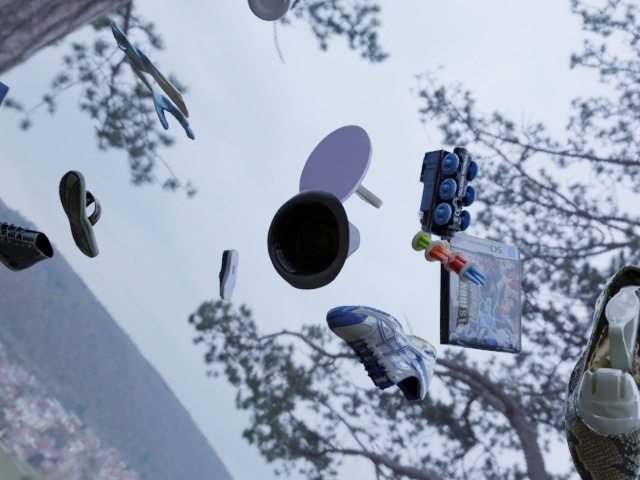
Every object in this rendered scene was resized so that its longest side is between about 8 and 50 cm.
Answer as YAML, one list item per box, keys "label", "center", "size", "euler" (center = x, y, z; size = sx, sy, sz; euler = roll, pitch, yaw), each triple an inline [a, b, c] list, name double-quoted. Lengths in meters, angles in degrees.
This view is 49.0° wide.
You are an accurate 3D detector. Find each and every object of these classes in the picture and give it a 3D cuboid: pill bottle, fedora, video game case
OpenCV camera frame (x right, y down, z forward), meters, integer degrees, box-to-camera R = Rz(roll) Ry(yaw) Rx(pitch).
- label: "pill bottle"
  center: [-0.126, -0.611, 1.743]
  size: [0.108, 0.108, 0.193]
  euler: [59, 10, -23]
- label: "fedora"
  center: [0.000, 0.000, 1.727]
  size: [0.276, 0.124, 0.243]
  euler: [-15, -103, 38]
- label: "video game case"
  center: [0.394, 0.129, 1.715]
  size: [0.248, 0.274, 0.035]
  euler: [12, -17, -31]

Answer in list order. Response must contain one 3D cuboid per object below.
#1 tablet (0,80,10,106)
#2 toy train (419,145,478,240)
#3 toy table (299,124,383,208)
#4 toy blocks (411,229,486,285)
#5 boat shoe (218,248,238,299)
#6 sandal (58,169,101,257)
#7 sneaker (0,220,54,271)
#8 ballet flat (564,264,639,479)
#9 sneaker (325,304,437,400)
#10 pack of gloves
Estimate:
- label: "tablet"
  center: [-0.720, -0.329, 1.545]
  size: [0.083, 0.054, 0.006]
  euler: [31, 4, 22]
- label: "toy train"
  center: [0.239, -0.089, 1.345]
  size: [0.080, 0.184, 0.105]
  euler: [15, -9, -32]
- label: "toy table"
  center: [0.063, -0.186, 2.067]
  size: [0.252, 0.274, 0.161]
  euler: [43, -1, 23]
- label: "toy blocks"
  center: [0.276, 0.042, 1.489]
  size: [0.123, 0.054, 0.148]
  euler: [25, 11, -40]
- label: "boat shoe"
  center: [-0.259, 0.093, 1.939]
  size: [0.040, 0.142, 0.049]
  euler: [5, -11, 29]
- label: "sandal"
  center: [-0.693, -0.084, 2.070]
  size: [0.120, 0.086, 0.302]
  euler: [34, -40, 31]
- label: "sneaker"
  center: [-0.716, -0.021, 1.598]
  size: [0.222, 0.118, 0.083]
  euler: [50, 32, -43]
- label: "ballet flat"
  center: [0.587, 0.246, 1.405]
  size: [0.164, 0.482, 0.182]
  euler: [8, -37, 26]
- label: "sneaker"
  center: [0.131, 0.239, 1.470]
  size: [0.297, 0.130, 0.112]
  euler: [30, -34, -25]
- label: "pack of gloves"
  center: [-0.324, -0.288, 1.318]
  size: [0.232, 0.046, 0.195]
  euler: [48, -10, 16]
